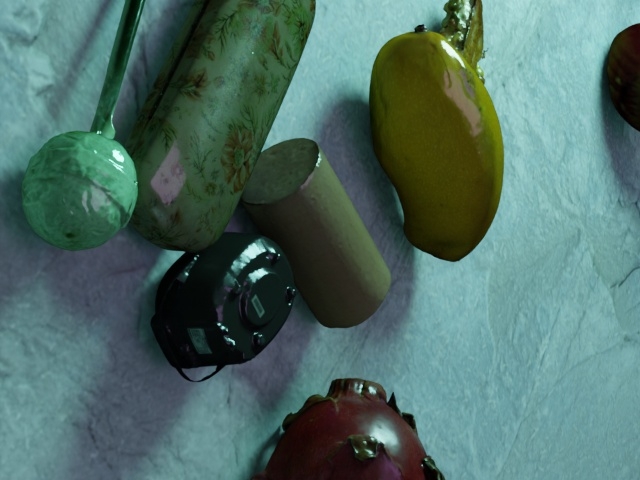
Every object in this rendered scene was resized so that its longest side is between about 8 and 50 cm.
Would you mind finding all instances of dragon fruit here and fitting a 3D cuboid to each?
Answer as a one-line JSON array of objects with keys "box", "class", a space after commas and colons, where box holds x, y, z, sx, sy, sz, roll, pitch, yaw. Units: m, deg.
[{"box": [0.038, 0.327, 1.563, 0.250, 0.250, 0.315, 52, 59, -36], "class": "dragon fruit"}]

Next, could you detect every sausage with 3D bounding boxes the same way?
[{"box": [0.000, 0.000, 1.610, 0.123, 0.123, 0.253, -57, 131, -34], "class": "sausage"}]

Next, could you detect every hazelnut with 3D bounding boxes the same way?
[{"box": [0.646, -0.318, 2.359, 0.229, 0.229, 0.230, 1, 88, -51], "class": "hazelnut"}]

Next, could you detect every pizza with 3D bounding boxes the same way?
[{"box": [0.202, -0.277, 1.911, 0.147, 0.069, 0.226, 51, 52, -65], "class": "pizza"}]

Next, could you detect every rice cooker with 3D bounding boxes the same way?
[{"box": [-0.113, 0.073, 1.469, 0.203, 0.118, 0.142, -52, 127, -42], "class": "rice cooker"}]

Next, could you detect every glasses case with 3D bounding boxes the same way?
[{"box": [-0.117, -0.183, 1.485, 0.156, 0.098, 0.425, 47, 54, -42], "class": "glasses case"}]

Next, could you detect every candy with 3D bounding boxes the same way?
[{"box": [-0.223, -0.188, 1.369, 0.119, 0.119, 0.440, 39, 53, -43], "class": "candy"}]

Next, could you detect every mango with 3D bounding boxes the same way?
[{"box": [0.169, -0.132, 1.768, 0.144, 0.187, 0.359, -54, 130, -53], "class": "mango"}]

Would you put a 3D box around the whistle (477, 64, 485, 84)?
[{"box": [0.253, -0.226, 1.988, 0.057, 0.046, 0.109, 29, 61, -31], "class": "whistle"}]
